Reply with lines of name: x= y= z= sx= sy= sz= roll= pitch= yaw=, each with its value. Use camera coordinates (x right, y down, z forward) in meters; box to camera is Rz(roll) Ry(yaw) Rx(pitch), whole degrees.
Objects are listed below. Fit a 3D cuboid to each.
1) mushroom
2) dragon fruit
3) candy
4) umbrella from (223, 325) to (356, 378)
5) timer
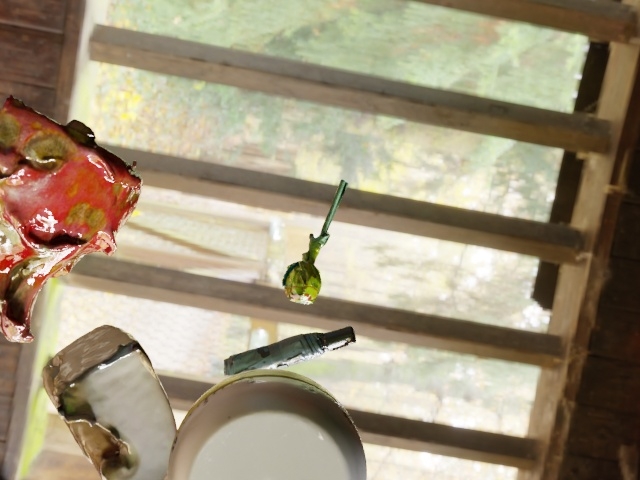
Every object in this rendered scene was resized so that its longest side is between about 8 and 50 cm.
mushroom: x=-0.478 y=0.361 z=1.957 sx=0.397 sy=0.224 sz=0.313 roll=12 pitch=-47 yaw=63
dragon fruit: x=-0.269 y=0.000 z=0.833 sx=0.211 sy=0.134 sz=0.262 roll=-62 pitch=-172 yaw=-8
candy: x=-0.003 y=-0.001 z=1.679 sx=0.073 sy=0.077 sz=0.262 roll=36 pitch=71 yaw=-45
umbrella: x=-0.057 y=0.203 z=1.577 sx=0.052 sy=0.250 sz=0.053 roll=67 pitch=5 yaw=-78
timer: x=-0.074 y=0.298 z=1.188 sx=0.285 sy=0.285 sz=0.285 roll=-170 pitch=-90 yaw=-87
